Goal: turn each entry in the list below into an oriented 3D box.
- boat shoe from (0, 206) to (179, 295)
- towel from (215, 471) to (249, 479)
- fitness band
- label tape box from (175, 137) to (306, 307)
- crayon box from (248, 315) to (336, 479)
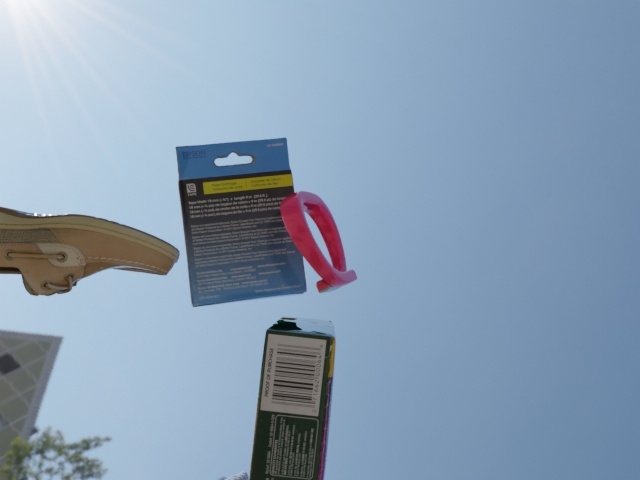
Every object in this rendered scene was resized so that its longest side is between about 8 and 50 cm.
[{"bbox_3d":[-0.368,0.024,0.960,0.121,0.341,0.110,134,-36,-74],"label":"boat shoe"},{"bbox_3d":[-0.201,0.658,1.491,0.121,0.235,0.283,-19,-101,12],"label":"towel"},{"bbox_3d":[0.000,0.000,1.436,0.054,0.291,0.208,-24,-96,13],"label":"fitness band"},{"bbox_3d":[-0.172,-0.036,1.506,0.106,0.241,0.333,147,-63,-79],"label":"label tape box"},{"bbox_3d":[-0.046,0.309,1.100,0.106,0.313,0.362,6,-93,0],"label":"crayon box"}]
